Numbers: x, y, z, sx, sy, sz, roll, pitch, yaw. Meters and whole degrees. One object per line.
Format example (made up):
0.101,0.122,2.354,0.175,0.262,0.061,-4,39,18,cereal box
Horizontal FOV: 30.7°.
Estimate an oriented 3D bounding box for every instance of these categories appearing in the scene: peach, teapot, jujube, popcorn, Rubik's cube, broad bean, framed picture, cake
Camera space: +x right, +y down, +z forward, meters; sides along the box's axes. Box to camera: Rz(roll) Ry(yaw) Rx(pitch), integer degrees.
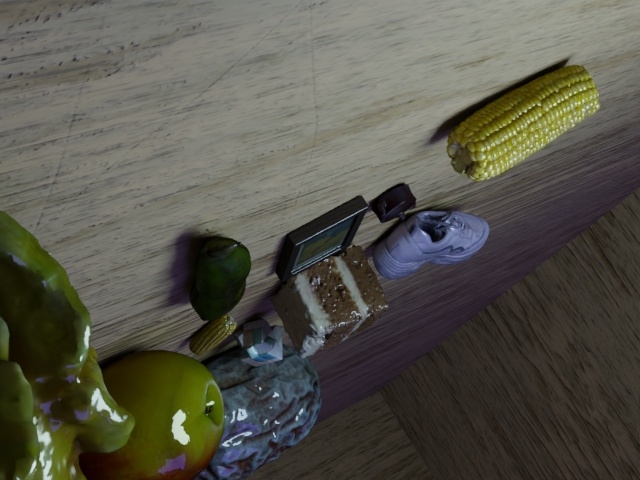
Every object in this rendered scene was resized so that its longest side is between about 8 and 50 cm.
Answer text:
-0.255,0.271,1.707,0.231,0.231,0.231,-31,167,-8,peach
0.116,-0.052,1.768,0.068,0.045,0.100,-40,165,35,teapot
-0.141,0.309,2.121,0.317,0.226,0.226,-22,164,-43,jujube
-0.293,0.114,0.950,0.321,0.325,0.290,10,-169,25,popcorn
-0.111,0.171,2.007,0.075,0.084,0.073,-35,146,22,Rubik's cube
-0.129,0.047,1.512,0.077,0.061,0.339,-17,163,-15,broad bean
0.000,0.000,1.732,0.128,0.023,0.168,-29,167,-17,framed picture
0.011,0.100,1.912,0.147,0.134,0.135,-16,161,-26,cake

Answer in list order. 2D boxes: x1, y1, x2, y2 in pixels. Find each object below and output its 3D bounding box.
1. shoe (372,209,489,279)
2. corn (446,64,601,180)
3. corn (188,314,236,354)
0.213,-0.013,2.039,0.245,0.095,0.137,-16,163,-33,shoe
0.284,-0.167,1.630,0.244,0.093,0.093,-32,168,-23,corn
-0.173,0.151,1.855,0.092,0.037,0.037,-39,166,28,corn
